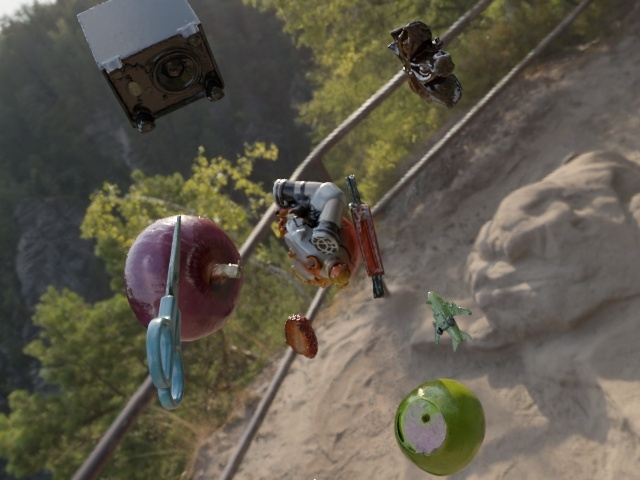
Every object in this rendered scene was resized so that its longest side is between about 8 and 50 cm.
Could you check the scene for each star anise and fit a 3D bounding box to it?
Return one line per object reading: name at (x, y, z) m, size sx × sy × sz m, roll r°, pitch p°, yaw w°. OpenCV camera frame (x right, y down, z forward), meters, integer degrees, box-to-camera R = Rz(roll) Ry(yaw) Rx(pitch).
star anise at (0.238, -0.386, 1.286) m, size 0.099 × 0.214 × 0.220 m, roll -44°, pitch 9°, yaw 2°

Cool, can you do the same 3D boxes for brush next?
brush at (0.117, -0.012, 1.480) m, size 0.051 × 0.323 × 0.070 m, roll -15°, pitch -5°, yaw 5°

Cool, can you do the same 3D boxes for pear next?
pear at (0.248, 0.373, 1.187) m, size 0.188 × 0.220 × 0.187 m, roll -11°, pitch 72°, yaw 36°

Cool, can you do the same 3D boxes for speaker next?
speaker at (-0.359, -0.405, 1.281) m, size 0.232 × 0.184 × 0.254 m, roll -28°, pitch 56°, yaw -7°

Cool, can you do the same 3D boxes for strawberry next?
strawberry at (-0.051, 0.296, 1.874) m, size 0.121 × 0.188 × 0.082 m, roll 27°, pitch 52°, yaw 26°

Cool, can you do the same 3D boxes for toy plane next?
toy plane at (0.217, 0.135, 1.021) m, size 0.040 × 0.111 × 0.102 m, roll -10°, pitch -33°, yaw -42°

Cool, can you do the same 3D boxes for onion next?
onion at (-0.349, 0.110, 1.641) m, size 0.345 × 0.358 × 0.358 m, roll 16°, pitch 39°, yaw 13°

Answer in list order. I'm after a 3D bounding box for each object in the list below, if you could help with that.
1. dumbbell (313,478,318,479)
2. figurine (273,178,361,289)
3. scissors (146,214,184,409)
dumbbell at (0.037, 0.734, 1.518) m, size 0.108 × 0.121 × 0.302 m, roll 2°, pitch 6°, yaw -25°
figurine at (0.004, -0.003, 1.546) m, size 0.196 × 0.323 × 0.320 m, roll -30°, pitch 55°, yaw -13°
scissors at (-0.292, 0.106, 1.162) m, size 0.029 × 0.192 × 0.447 m, roll -6°, pitch 46°, yaw -2°
